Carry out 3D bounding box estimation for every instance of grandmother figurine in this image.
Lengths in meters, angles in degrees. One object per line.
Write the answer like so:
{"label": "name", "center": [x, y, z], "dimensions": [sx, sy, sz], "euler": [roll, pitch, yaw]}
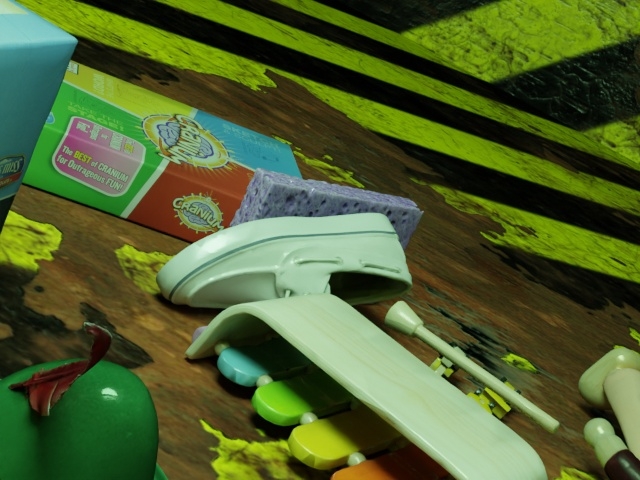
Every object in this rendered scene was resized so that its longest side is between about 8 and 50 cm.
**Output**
{"label": "grandmother figurine", "center": [0.339, 0.226, 1.092], "dimensions": [0.207, 0.104, 0.342], "euler": [10, 24, -2]}

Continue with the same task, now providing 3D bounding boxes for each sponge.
{"label": "sponge", "center": [0.000, 0.000, 1.183], "dimensions": [0.210, 0.117, 0.031], "euler": [9, 25, -42]}

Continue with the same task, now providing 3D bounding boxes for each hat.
{"label": "hat", "center": [-0.129, 0.078, 0.712], "dimensions": [0.173, 0.184, 0.208], "euler": [12, 24, -37]}

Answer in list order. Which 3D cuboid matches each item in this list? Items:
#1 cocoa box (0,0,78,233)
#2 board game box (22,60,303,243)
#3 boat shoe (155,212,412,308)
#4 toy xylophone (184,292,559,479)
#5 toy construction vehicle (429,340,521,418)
{"label": "cocoa box", "center": [-0.359, -0.072, 0.728], "dimensions": [0.231, 0.228, 0.347], "euler": [31, 20, 11]}
{"label": "board game box", "center": [-0.168, -0.087, 1.265], "dimensions": [0.316, 0.064, 0.242], "euler": [20, 20, -20]}
{"label": "boat shoe", "center": [-0.022, 0.033, 1.085], "dimensions": [0.258, 0.095, 0.084], "euler": [-11, 61, -32]}
{"label": "toy xylophone", "center": [0.060, 0.140, 0.956], "dimensions": [0.236, 0.081, 0.322], "euler": [3, 30, -49]}
{"label": "toy construction vehicle", "center": [0.140, 0.143, 1.139], "dimensions": [0.086, 0.035, 0.098], "euler": [43, 25, 10]}
